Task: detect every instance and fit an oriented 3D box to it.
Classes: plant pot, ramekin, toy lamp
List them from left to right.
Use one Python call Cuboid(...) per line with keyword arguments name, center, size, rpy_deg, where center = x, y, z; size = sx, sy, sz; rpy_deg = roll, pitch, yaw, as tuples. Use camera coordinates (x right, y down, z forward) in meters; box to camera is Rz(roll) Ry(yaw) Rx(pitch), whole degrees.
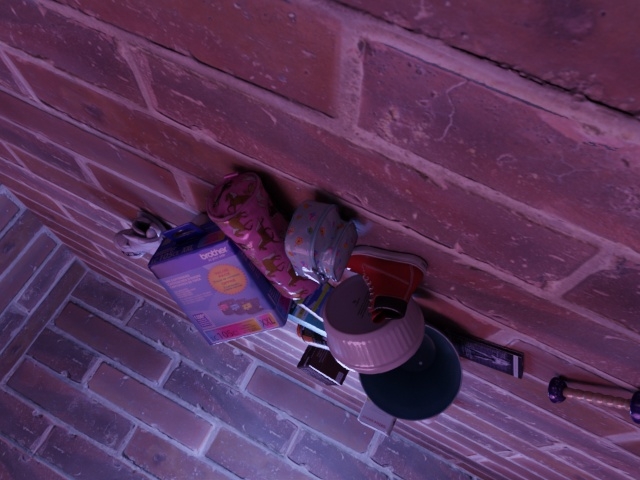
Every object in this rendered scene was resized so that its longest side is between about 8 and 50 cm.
Cuboid(name="ramekin", center=(0.129, 0.201, 1.359), size=(0.273, 0.273, 0.127), rpy_deg=(11, 140, 37))
Cuboid(name="plant pot", center=(0.270, 0.357, 1.542), size=(0.290, 0.290, 0.195), rpy_deg=(26, -169, 10))
Cuboid(name="toy lamp", center=(0.718, 0.403, 1.300), size=(0.080, 0.080, 0.274), rpy_deg=(41, 156, -25))

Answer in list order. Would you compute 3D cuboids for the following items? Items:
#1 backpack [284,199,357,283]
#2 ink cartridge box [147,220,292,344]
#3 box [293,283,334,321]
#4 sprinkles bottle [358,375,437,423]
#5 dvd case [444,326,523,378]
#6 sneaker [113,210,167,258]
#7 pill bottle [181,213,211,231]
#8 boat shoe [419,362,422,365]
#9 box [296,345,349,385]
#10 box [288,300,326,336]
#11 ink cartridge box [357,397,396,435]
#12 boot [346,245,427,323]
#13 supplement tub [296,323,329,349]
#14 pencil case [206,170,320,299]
Cuboid(name="backpack", center=(0.000, 0.000, 1.200), size=(0.144, 0.166, 0.188), rpy_deg=(15, 156, 28))
Cuboid(name="ink cartridge box", center=(-0.290, 0.093, 1.475), size=(0.270, 0.151, 0.395), rpy_deg=(-18, 121, 19))
Cuboid(name="box", center=(0.007, 0.196, 1.675), size=(0.178, 0.109, 0.042), rpy_deg=(39, 160, -21))
Cuboid(name="sprinkles bottle", center=(0.334, 0.629, 2.171), size=(0.355, 0.121, 0.121), rpy_deg=(33, 157, -7))
Cuboid(name="dvd case", center=(0.476, 0.328, 1.508), size=(0.221, 0.018, 0.164), rpy_deg=(17, 153, 30))
Cuboid(name="sneaker", center=(-0.720, -0.025, 2.057), size=(0.365, 0.137, 0.210), rpy_deg=(10, 150, 28))
Cuboid(name="pill bottle", center=(-0.303, 0.112, 1.721), size=(0.392, 0.224, 0.224), rpy_deg=(40, 155, -24))
Cuboid(name="boat shoe", center=(0.284, 0.399, 1.767), size=(0.335, 0.112, 0.095), rpy_deg=(7, 144, 36))
Cuboid(name="box", center=(0.028, 0.510, 2.225), size=(0.167, 0.168, 0.203), rpy_deg=(33, 157, -6))
Cuboid(name="box", center=(-0.062, 0.248, 1.878), size=(0.244, 0.100, 0.060), rpy_deg=(24, 155, 13))
Cuboid(name="ink cartridge box", center=(0.289, 0.781, 2.422), size=(0.154, 0.212, 0.093), rpy_deg=(18, 155, 26))
Cuboid(name="boot", center=(0.124, 0.111, 1.273), size=(0.244, 0.176, 0.088), rpy_deg=(7, 150, 45))
Cuboid(name="supplement tub", center=(0.003, 0.355, 2.002), size=(0.190, 0.117, 0.117), rpy_deg=(6, 147, 46))
Cuboid(name="pencil case", center=(-0.133, -0.007, 1.348), size=(0.167, 0.160, 0.386), rpy_deg=(38, 169, 46))
